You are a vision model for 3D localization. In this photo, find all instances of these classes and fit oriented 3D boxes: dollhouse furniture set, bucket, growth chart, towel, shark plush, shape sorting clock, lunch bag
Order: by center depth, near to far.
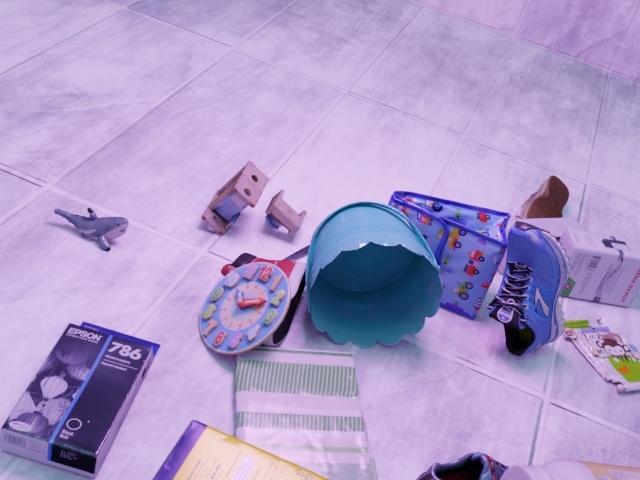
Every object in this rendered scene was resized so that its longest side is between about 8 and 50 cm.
[{"bbox_3d":[-0.035,0.321,1.532,0.247,0.038,0.325,6,38,-13],"label":"towel"},{"bbox_3d":[-0.150,0.129,1.646,0.206,0.040,0.206,-17,45,18],"label":"shape sorting clock"},{"bbox_3d":[0.101,0.064,1.740,0.281,0.281,0.183,7,33,-12],"label":"bucket"},{"bbox_3d":[-0.491,-0.045,1.816,0.161,0.067,0.073,24,37,12],"label":"shark plush"},{"bbox_3d":[0.248,0.015,1.887,0.293,0.221,0.138,18,35,3],"label":"lunch bag"},{"bbox_3d":[0.657,0.253,1.898,0.172,0.021,0.237,-9,43,-32],"label":"growth chart"},{"bbox_3d":[-0.153,-0.058,1.950,0.183,0.129,0.129,42,34,-15],"label":"dollhouse furniture set"}]

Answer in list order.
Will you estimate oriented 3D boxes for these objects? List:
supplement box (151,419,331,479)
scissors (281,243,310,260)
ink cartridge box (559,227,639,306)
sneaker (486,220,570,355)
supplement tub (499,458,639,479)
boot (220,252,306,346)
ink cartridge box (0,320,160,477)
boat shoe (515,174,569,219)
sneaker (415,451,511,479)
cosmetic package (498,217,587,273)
[{"bbox_3d":[-0.079,0.448,1.206,0.356,0.194,0.195,22,36,8],"label":"supplement box"},{"bbox_3d":[0.000,0.000,1.990,0.297,0.021,0.109,-12,47,-32],"label":"scissors"},{"bbox_3d":[0.673,0.067,2.041,0.208,0.153,0.087,11,35,-9],"label":"ink cartridge box"},{"bbox_3d":[0.431,0.111,1.758,0.147,0.330,0.129,-32,35,-29],"label":"sneaker"},{"bbox_3d":[0.460,0.478,1.333,0.331,0.241,0.241,10,36,-9],"label":"supplement tub"},{"bbox_3d":[-0.138,0.117,1.733,0.176,0.088,0.244,11,36,8],"label":"boot"},{"bbox_3d":[-0.404,0.247,1.465,0.165,0.065,0.333,15,35,0],"label":"ink cartridge box"},{"bbox_3d":[0.594,-0.073,2.270,0.104,0.089,0.285,48,43,-1],"label":"boat shoe"},{"bbox_3d":[0.283,0.422,1.437,0.261,0.125,0.104,-1,39,-22],"label":"sneaker"},{"bbox_3d":[0.542,0.012,2.095,0.231,0.117,0.085,-4,39,-24],"label":"cosmetic package"}]
